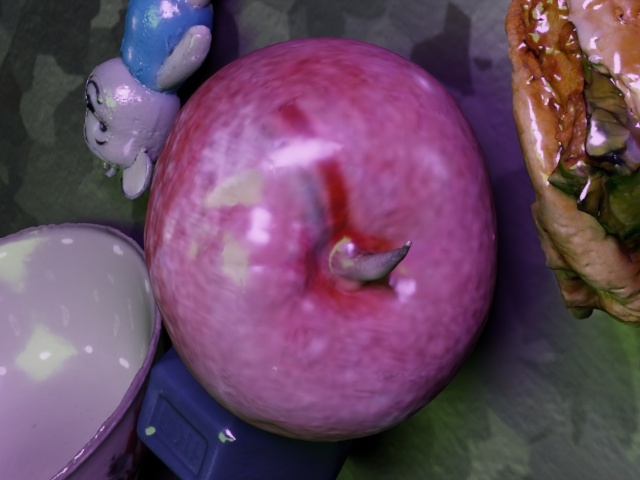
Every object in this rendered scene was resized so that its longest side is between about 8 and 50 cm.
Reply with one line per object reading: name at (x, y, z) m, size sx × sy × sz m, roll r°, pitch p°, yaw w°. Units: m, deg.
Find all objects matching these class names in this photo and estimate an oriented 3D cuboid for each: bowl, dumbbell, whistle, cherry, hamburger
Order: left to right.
bowl at (-0.245, 0.155, 1.038) m, size 0.337 × 0.337 × 0.157 m, roll 14°, pitch 144°, yaw 42°
whistle at (-0.123, -0.146, 0.977) m, size 0.235 × 0.077 × 0.114 m, roll -62°, pitch 41°, yaw 27°
dumbbell at (-0.082, 0.219, 0.940) m, size 0.143 × 0.156 × 0.316 m, roll -115°, pitch 40°, yaw -58°
cherry at (0.000, 0.000, 0.786) m, size 0.285 × 0.213 × 0.236 m, roll 6°, pitch 74°, yaw 67°
hamburger at (0.164, -0.063, 0.635) m, size 0.130 × 0.206 × 0.183 m, roll -11°, pitch 58°, yaw 18°
